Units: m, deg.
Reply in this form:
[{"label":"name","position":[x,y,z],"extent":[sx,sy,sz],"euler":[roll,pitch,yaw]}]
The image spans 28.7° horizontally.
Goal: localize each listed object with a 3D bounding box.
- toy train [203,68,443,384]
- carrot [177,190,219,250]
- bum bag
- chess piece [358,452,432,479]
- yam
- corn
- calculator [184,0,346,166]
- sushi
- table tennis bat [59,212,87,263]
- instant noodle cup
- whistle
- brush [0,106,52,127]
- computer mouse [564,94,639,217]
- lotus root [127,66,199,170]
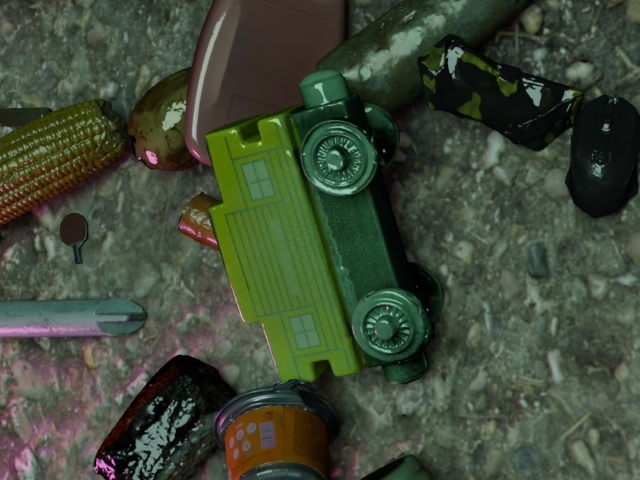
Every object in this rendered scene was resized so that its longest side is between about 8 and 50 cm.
[{"label":"toy train","position":[0.000,0.000,1.703],"extent":[0.272,0.179,0.442],"euler":[-13,100,20]},{"label":"carrot","position":[-0.110,0.005,1.852],"extent":[0.205,0.072,0.072],"euler":[30,95,15]},{"label":"bum bag","position":[0.236,-0.198,1.699],"extent":[0.232,0.060,0.107],"euler":[21,108,-4]},{"label":"chess piece","position":[0.130,0.450,1.668],"extent":[0.175,0.176,0.298],"euler":[-31,87,15]},{"label":"yam","position":[0.158,-0.294,1.751],"extent":[0.330,0.133,0.133],"euler":[-36,72,8]},{"label":"corn","position":[-0.461,-0.114,1.963],"extent":[0.344,0.131,0.131],"euler":[-27,75,12]},{"label":"calculator","position":[-0.076,-0.238,1.815],"extent":[0.220,0.048,0.330],"euler":[15,88,-16]},{"label":"sushi","position":[-0.217,0.283,1.820],"extent":[0.126,0.136,0.225],"euler":[37,91,19]},{"label":"table tennis bat","position":[-0.390,-0.003,1.989],"extent":[0.050,0.007,0.083],"euler":[-15,76,19]},{"label":"instant noodle cup","position":[-0.057,0.300,1.709],"extent":[0.177,0.208,0.126],"euler":[-1,46,-6]},{"label":"whistle","position":[-0.421,0.122,1.957],"extent":[0.312,0.062,0.062],"euler":[-2,83,22]},{"label":"brush","position":[-0.528,-0.204,2.057],"extent":[0.190,0.027,0.034],"euler":[3,87,21]},{"label":"computer mouse","position":[0.378,-0.116,1.672],"extent":[0.099,0.057,0.172],"euler":[8,85,19]},{"label":"lotus root","position":[-0.198,-0.193,1.874],"extent":[0.214,0.138,0.138],"euler":[-42,71,7]}]
